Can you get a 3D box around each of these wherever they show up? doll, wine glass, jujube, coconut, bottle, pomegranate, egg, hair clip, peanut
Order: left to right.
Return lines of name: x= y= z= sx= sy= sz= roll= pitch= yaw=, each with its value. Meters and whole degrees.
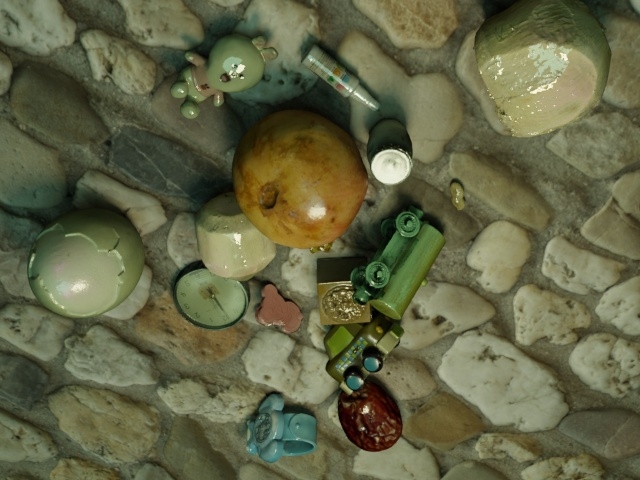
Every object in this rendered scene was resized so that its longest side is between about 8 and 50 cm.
egg: x=-0.611 y=0.063 z=1.869 sx=0.278 sy=0.336 sz=0.279 roll=2 pitch=114 yaw=3
doll: x=-0.234 y=-0.406 z=1.700 sx=0.274 sy=0.113 sz=0.155 roll=-30 pitch=124 yaw=11
coconut: x=-0.222 y=0.000 z=1.875 sx=0.224 sy=0.224 sz=0.234 roll=5 pitch=123 yaw=1
hair clip: x=-0.116 y=0.203 z=2.049 sx=0.138 sy=0.123 sz=0.102 roll=16 pitch=149 yaw=0
pomegranate: x=-0.041 y=-0.149 z=1.729 sx=0.337 sy=0.338 sz=0.339 roll=2 pitch=121 yaw=3
bottle: x=0.053 y=-0.382 z=1.717 sx=0.217 sy=0.060 sz=0.060 roll=35 pitch=116 yaw=-15
jujube: x=0.150 y=0.540 z=2.184 sx=0.183 sy=0.183 sz=0.243 roll=-19 pitch=130 yaw=14
wine glass: x=0.166 y=-0.218 z=1.724 sx=0.111 sy=0.204 sz=0.111 roll=1 pitch=122 yaw=1
peanut: x=0.357 y=-0.115 z=1.871 sx=0.037 sy=0.037 sz=0.083 roll=-9 pitch=125 yaw=9
coconut: x=0.490 y=-0.392 z=1.554 sx=0.254 sy=0.297 sz=0.297 roll=-14 pitch=119 yaw=28

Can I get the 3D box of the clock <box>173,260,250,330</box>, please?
clock: x=-0.314 y=0.161 z=2.068 sx=0.225 sy=0.049 sz=0.226 roll=2 pitch=120 yaw=3

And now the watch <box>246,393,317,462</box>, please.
watch: x=-0.111 y=0.609 z=2.261 sx=0.193 sy=0.211 sz=0.211 roll=24 pitch=121 yaw=-31

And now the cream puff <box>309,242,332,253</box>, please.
cream puff: x=0.000 y=0.000 z=1.951 sx=0.083 sy=0.083 sz=0.058 roll=-46 pitch=149 yaw=13

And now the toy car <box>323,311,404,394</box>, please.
toy car: x=0.100 y=0.297 z=2.065 sx=0.198 sy=0.204 sz=0.248 roll=41 pitch=116 yaw=7

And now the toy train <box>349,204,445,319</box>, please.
toy train: x=0.206 y=0.058 z=1.855 sx=0.189 sy=0.308 sz=0.126 roll=35 pitch=161 yaw=-2

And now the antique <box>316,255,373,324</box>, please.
antique: x=0.067 y=0.142 z=1.976 sx=0.151 sy=0.148 sz=0.147 roll=-4 pitch=119 yaw=3
